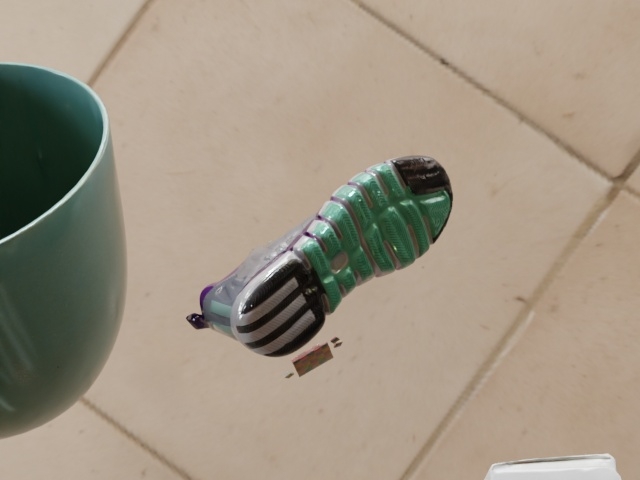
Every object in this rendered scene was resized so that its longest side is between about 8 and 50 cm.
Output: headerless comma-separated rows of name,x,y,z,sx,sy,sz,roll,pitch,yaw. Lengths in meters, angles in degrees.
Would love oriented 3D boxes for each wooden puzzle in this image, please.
wooden puzzle,-0.009,0.144,1.383,0.083,0.049,0.006,-29,62,-6

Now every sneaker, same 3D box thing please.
sneaker,0.000,0.000,0.842,0.224,0.098,0.083,-35,115,-33

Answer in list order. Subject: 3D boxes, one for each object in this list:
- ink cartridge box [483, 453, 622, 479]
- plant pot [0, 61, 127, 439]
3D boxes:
ink cartridge box,0.112,0.180,0.571,0.063,0.150,0.109,-3,65,1
plant pot,-0.295,0.025,0.948,0.293,0.293,0.235,-4,130,5
